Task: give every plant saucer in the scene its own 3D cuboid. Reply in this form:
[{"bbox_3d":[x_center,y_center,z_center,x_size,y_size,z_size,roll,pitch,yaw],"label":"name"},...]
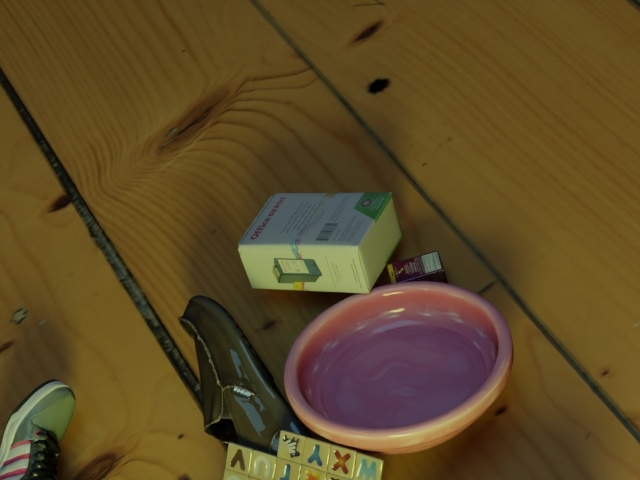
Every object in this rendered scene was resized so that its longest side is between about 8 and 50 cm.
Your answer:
[{"bbox_3d":[0.116,0.191,1.939,0.332,0.084,0.332,-11,35,8],"label":"plant saucer"}]

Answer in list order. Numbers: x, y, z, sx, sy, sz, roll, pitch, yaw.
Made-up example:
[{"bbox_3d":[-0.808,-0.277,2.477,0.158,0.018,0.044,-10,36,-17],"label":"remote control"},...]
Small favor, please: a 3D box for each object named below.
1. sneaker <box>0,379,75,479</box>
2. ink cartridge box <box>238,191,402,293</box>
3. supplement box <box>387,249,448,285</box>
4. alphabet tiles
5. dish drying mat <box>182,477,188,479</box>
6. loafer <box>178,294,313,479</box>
[{"bbox_3d":[-0.411,0.359,2.003,0.178,0.124,0.296,17,70,33],"label":"sneaker"},{"bbox_3d":[0.000,0.000,2.112,0.212,0.093,0.154,2,36,26],"label":"ink cartridge box"},{"bbox_3d":[0.151,0.056,2.087,0.083,0.055,0.043,-16,51,5],"label":"supplement box"},{"bbox_3d":[-0.034,0.367,1.876,0.237,0.009,0.198,13,100,25],"label":"alphabet tiles"},{"bbox_3d":[-0.225,0.387,2.000,0.083,0.008,0.032,-38,54,-11],"label":"dish drying mat"},{"bbox_3d":[-0.130,0.230,2.002,0.130,0.134,0.366,-34,53,-5],"label":"loafer"}]
